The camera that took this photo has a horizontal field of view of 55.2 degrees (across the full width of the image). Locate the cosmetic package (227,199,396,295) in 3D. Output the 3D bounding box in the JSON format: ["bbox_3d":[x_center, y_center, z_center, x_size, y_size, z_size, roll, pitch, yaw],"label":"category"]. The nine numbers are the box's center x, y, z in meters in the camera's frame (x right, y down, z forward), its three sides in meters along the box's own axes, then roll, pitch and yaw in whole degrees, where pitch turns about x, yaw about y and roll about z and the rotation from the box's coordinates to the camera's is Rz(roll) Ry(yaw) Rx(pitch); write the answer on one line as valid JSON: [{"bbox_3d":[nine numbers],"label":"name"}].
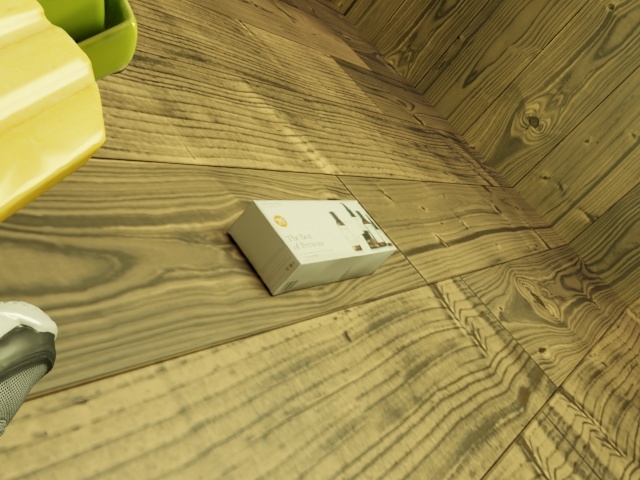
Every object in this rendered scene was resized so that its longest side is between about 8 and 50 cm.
[{"bbox_3d":[0.000,0.000,0.776,0.099,0.060,0.239,50,27,19],"label":"cosmetic package"}]

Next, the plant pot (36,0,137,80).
[{"bbox_3d":[-0.279,-0.221,0.486,0.227,0.228,0.207,56,-9,51],"label":"plant pot"}]

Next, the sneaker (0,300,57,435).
[{"bbox_3d":[-0.175,0.145,0.265,0.153,0.101,0.268,40,31,-5],"label":"sneaker"}]

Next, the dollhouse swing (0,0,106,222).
[{"bbox_3d":[-0.200,-0.122,0.148,0.347,0.315,0.305,48,52,-13],"label":"dollhouse swing"}]
